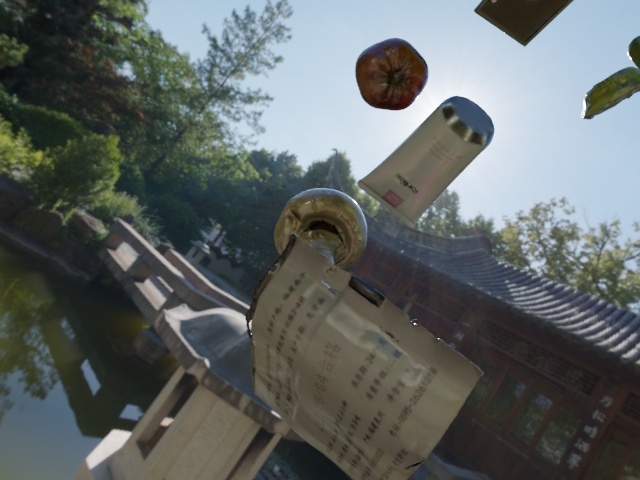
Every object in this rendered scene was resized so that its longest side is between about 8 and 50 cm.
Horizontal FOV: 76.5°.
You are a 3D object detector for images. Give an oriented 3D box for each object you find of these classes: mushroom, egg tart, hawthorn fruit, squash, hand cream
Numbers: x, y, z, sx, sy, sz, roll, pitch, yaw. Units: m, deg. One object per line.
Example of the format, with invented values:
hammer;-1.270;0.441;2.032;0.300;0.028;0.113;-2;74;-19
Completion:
mushroom;0.000;0.000;1.204;0.293;0.292;0.290;38;25;-19
egg tart;0.823;-0.416;1.138;0.197;0.197;0.078;98;-32;-81
hawthorn fruit;0.153;-0.381;0.930;0.163;0.162;0.203;38;16;-19
squash;0.816;-0.403;0.959;0.228;0.066;0.066;68;9;28
hand cream;0.220;-0.158;0.894;0.186;0.118;0.358;36;-31;-1

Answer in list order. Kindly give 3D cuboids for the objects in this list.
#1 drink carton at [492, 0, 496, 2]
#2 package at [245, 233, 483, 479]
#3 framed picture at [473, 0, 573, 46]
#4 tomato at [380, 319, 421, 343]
drink carton;0.418;-0.700;1.008;0.084;0.074;0.200;-2;-24;32
package;0.009;0.142;0.393;0.204;0.062;0.250;35;-51;26
framed picture;0.630;-0.731;1.179;0.212;0.020;0.289;25;-29;-13
tomato;0.245;0.356;1.432;0.214;0.180;0.155;22;-21;-2
